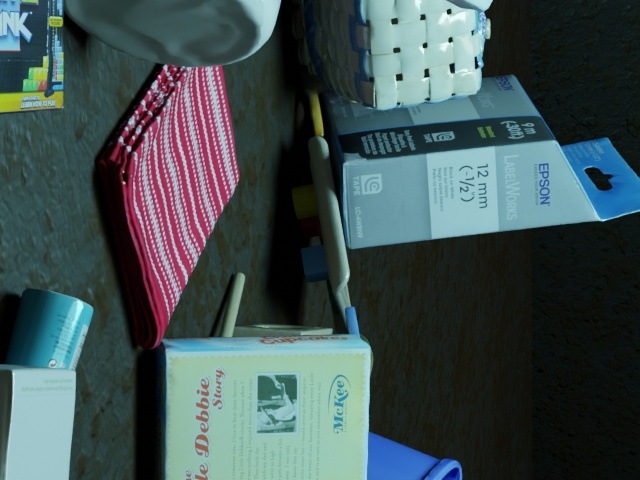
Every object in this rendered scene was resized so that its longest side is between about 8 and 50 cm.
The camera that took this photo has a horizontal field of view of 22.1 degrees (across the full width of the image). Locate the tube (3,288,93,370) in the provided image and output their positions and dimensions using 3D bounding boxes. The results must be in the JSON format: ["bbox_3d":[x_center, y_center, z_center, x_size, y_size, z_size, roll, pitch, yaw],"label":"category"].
[{"bbox_3d":[-0.211,0.139,1.149,0.080,0.052,0.207,48,53,-63],"label":"tube"}]

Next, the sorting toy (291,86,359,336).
[{"bbox_3d":[0.000,0.000,1.831,0.196,0.047,0.347,83,-2,-69],"label":"sorting toy"}]

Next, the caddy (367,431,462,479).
[{"bbox_3d":[0.038,0.358,1.697,0.341,0.179,0.241,-50,155,-40],"label":"caddy"}]

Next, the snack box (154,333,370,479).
[{"bbox_3d":[-0.055,0.247,1.474,0.060,0.187,0.321,-151,-118,-74],"label":"snack box"}]

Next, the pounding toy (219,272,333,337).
[{"bbox_3d":[-0.048,0.125,1.652,0.206,0.094,0.181,6,88,-75],"label":"pounding toy"}]

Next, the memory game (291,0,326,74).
[{"bbox_3d":[-0.004,-0.283,1.881,0.186,0.012,0.186,3,90,-75],"label":"memory game"}]

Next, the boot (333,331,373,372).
[{"bbox_3d":[0.016,0.268,1.950,0.236,0.089,0.269,-64,155,-26],"label":"boot"}]

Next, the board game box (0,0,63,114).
[{"bbox_3d":[-0.218,-0.152,1.048,0.170,0.048,0.141,-24,118,-73],"label":"board game box"}]

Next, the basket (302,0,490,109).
[{"bbox_3d":[0.076,-0.271,1.825,0.289,0.201,0.254,-127,-151,-58],"label":"basket"}]

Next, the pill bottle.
[{"bbox_3d":[-0.092,-0.299,1.253,0.169,0.169,0.301,61,35,-63],"label":"pill bottle"}]

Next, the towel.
[{"bbox_3d":[-0.125,-0.058,1.452,0.275,0.031,0.198,-67,157,-51],"label":"towel"}]

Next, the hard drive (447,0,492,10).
[{"bbox_3d":[0.088,-0.336,1.435,0.307,0.040,0.203,12,90,-58],"label":"hard drive"}]

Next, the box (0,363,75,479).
[{"bbox_3d":[-0.216,0.128,1.039,0.101,0.087,0.102,18,76,-75],"label":"box"}]

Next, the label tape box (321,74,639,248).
[{"bbox_3d":[0.185,-0.102,1.863,0.249,0.348,0.115,-102,-175,-67],"label":"label tape box"}]
